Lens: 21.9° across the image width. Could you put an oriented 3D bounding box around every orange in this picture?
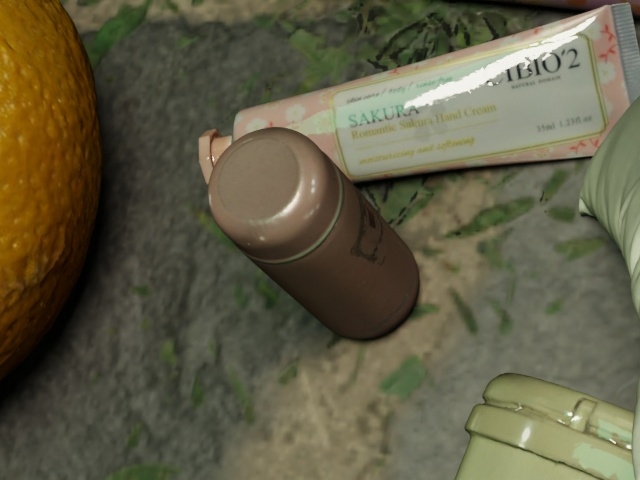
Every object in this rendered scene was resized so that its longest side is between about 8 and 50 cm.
[{"bbox_3d":[-0.224,-0.041,0.759,0.264,0.264,0.264,-7,68,18],"label":"orange"}]

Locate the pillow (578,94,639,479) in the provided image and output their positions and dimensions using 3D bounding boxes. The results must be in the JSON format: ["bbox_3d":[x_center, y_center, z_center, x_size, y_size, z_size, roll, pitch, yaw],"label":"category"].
[{"bbox_3d":[0.159,-0.007,0.608,0.144,0.078,0.254,-37,18,17],"label":"pillow"}]

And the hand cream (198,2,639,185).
[{"bbox_3d":[0.046,-0.054,0.765,0.210,0.043,0.067,-11,97,17],"label":"hand cream"}]

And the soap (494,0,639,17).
[{"bbox_3d":[0.118,-0.190,0.709,0.199,0.182,0.138,10,76,24],"label":"soap"}]

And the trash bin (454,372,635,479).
[{"bbox_3d":[0.124,0.199,0.598,0.243,0.121,0.247,21,82,26],"label":"trash bin"}]

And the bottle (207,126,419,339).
[{"bbox_3d":[0.000,0.000,0.706,0.053,0.140,0.053,-8,67,19],"label":"bottle"}]
